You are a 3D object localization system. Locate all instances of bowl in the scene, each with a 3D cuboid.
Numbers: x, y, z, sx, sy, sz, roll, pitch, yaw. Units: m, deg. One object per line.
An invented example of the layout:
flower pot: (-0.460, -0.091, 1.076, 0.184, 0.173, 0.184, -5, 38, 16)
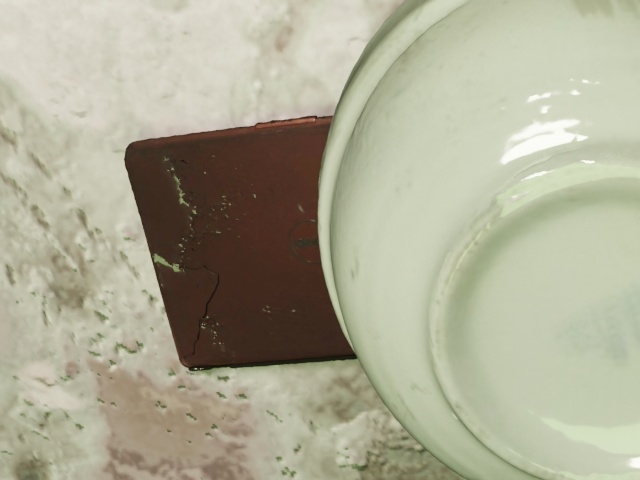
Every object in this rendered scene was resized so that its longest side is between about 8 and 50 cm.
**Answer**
bowl: (0.140, 0.009, 0.844, 0.307, 0.163, 0.307, 4, 114, 8)

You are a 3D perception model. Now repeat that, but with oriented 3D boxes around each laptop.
laptop: (0.000, 0.000, 0.979, 0.207, 0.026, 0.153, -6, 112, 21)
